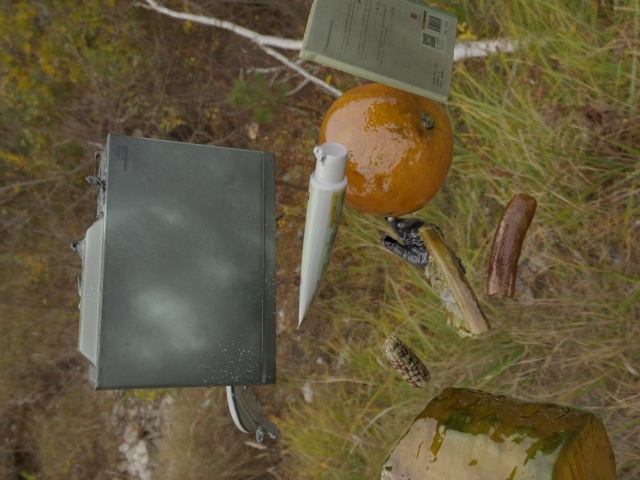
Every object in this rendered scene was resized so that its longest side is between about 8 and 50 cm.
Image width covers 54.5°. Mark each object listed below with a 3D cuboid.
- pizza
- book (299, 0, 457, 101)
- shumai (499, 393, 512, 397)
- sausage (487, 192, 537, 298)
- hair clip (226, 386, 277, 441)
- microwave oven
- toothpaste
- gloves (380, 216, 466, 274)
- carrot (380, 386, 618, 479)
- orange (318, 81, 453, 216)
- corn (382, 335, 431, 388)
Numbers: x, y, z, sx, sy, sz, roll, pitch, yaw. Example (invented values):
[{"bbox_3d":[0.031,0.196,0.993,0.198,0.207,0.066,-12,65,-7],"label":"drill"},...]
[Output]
[{"bbox_3d":[0.300,0.117,1.407,0.090,0.223,0.323,-25,48,6],"label":"pizza"},{"bbox_3d":[0.118,-0.382,1.150,0.025,0.283,0.214,127,158,-64],"label":"book"},{"bbox_3d":[0.332,0.383,1.172,0.142,0.184,0.184,29,107,26],"label":"shumai"},{"bbox_3d":[0.503,0.016,1.657,0.076,0.103,0.301,14,92,41],"label":"sausage"},{"bbox_3d":[-0.171,0.396,1.477,0.054,0.220,0.140,-20,33,11],"label":"hair clip"},{"bbox_3d":[-0.271,0.054,1.170,0.236,0.375,0.431,157,115,-64],"label":"microwave oven"},{"bbox_3d":[0.000,0.000,0.907,0.056,0.058,0.314,-123,32,-42],"label":"toothpaste"},{"bbox_3d":[0.268,0.018,1.659,0.142,0.285,0.119,-40,22,19],"label":"gloves"},{"bbox_3d":[0.272,0.326,0.793,0.341,0.242,0.241,5,87,45],"label":"carrot"},{"bbox_3d":[0.146,-0.204,1.396,0.312,0.312,0.311,-15,71,50],"label":"orange"},{"bbox_3d":[0.271,0.388,1.989,0.086,0.253,0.086,-24,39,22],"label":"corn"}]
